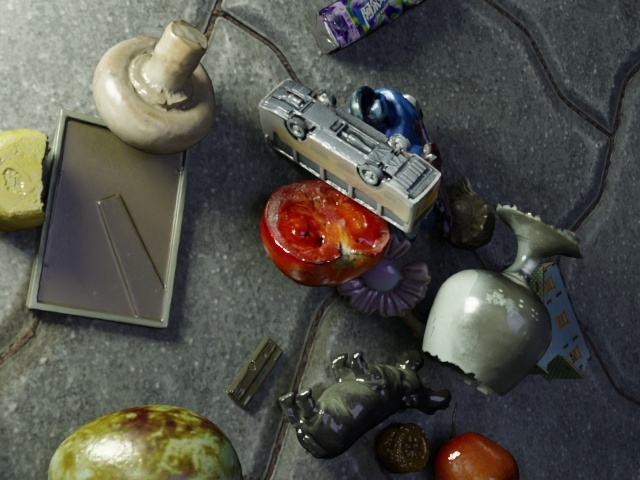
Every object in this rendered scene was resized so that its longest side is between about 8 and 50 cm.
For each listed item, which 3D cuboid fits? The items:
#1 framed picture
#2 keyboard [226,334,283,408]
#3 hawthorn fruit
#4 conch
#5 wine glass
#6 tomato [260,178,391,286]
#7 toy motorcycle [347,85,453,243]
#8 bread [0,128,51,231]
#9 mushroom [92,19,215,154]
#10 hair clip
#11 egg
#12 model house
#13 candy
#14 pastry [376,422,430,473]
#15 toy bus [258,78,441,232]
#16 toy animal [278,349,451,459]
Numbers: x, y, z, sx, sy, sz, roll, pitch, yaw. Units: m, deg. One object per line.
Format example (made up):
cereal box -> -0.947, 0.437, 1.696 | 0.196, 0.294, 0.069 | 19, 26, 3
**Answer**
framed picture -> -0.334, -0.030, 1.506 | 0.240, 0.020, 0.324 | 12, 78, -34
keyboard -> -0.114, 0.231, 1.639 | 0.049, 0.015, 0.129 | 49, 60, -27
hawthorn fruit -> 0.286, 0.437, 1.832 | 0.162, 0.162, 0.203 | -34, 82, -33
conch -> 0.310, -0.051, 1.903 | 0.207, 0.130, 0.155 | 26, 72, -58
wine glass -> 0.336, 0.114, 1.725 | 0.238, 0.238, 0.323 | 36, 83, -27
tomato -> 0.000, 0.000, 1.656 | 0.233, 0.140, 0.200 | -7, 50, -22
toy motorcycle -> 0.136, -0.151, 1.792 | 0.182, 0.241, 0.319 | -15, 102, 5
bread -> -0.464, -0.094, 1.382 | 0.125, 0.086, 0.156 | 10, 76, -28
mushroom -> -0.244, -0.241, 1.487 | 0.206, 0.209, 0.206 | 51, 27, -39
hair clip -> 0.149, 0.112, 1.771 | 0.300, 0.173, 0.069 | 50, 20, -31
egg -> -0.258, 0.362, 1.389 | 0.289, 0.238, 0.238 | 15, 75, -12
model house -> 0.414, 0.192, 1.917 | 0.206, 0.178, 0.271 | -31, 105, -40
candy -> 0.107, -0.464, 1.844 | 0.312, 0.061, 0.088 | -36, 103, -33
pastry -> 0.159, 0.400, 1.791 | 0.109, 0.057, 0.097 | 14, 71, -36
toy bus -> 0.049, -0.152, 1.625 | 0.342, 0.138, 0.097 | 33, 63, 20
toy animal -> 0.093, 0.281, 1.717 | 0.343, 0.106, 0.168 | -14, 84, -34
